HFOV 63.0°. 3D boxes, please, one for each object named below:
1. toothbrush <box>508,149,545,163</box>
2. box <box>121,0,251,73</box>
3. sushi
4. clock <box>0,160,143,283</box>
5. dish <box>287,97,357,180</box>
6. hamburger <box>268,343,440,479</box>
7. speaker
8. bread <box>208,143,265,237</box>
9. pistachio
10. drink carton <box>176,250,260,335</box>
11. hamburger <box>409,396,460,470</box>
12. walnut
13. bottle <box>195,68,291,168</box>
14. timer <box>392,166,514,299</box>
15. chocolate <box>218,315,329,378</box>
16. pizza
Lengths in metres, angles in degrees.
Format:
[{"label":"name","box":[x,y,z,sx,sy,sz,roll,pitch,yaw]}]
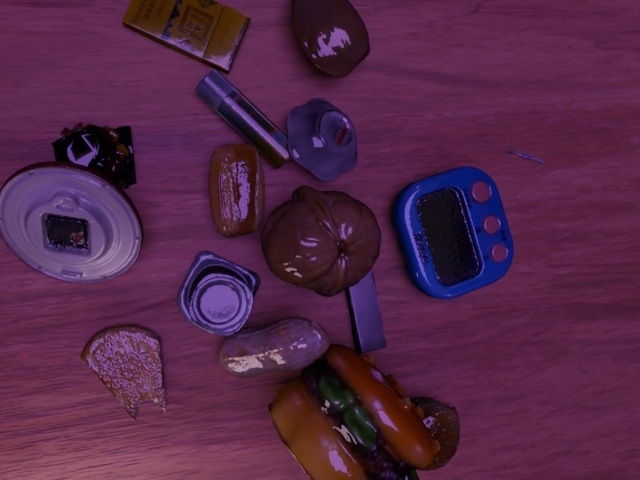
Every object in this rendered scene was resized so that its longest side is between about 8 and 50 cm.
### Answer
[{"label":"toothbrush","box":[0.618,-0.250,1.561,0.131,0.013,0.011,13,93,-16]},{"label":"box","box":[-0.333,-0.549,1.315,0.279,0.041,0.153,22,85,-12]},{"label":"sushi","box":[-0.534,-0.197,1.218,0.172,0.150,0.153,-6,93,-13]},{"label":"clock","box":[-0.563,-0.030,1.178,0.319,0.080,0.318,-1,125,-1]},{"label":"dish","box":[0.024,-0.272,1.346,0.230,0.081,0.229,8,74,-31]},{"label":"hamburger","box":[0.083,0.431,1.270,0.277,0.396,0.395,-42,100,-4]},{"label":"speaker","box":[0.119,0.193,1.438,0.082,0.044,0.218,-12,94,-13]},{"label":"bread","box":[-0.211,-0.125,1.320,0.140,0.106,0.236,-4,93,-15]},{"label":"pistachio","box":[0.012,-0.544,1.335,0.260,0.163,0.213,53,47,-7]},{"label":"drink carton","box":[-0.245,0.147,1.282,0.186,0.190,0.191,28,86,-18]},{"label":"hamburger","box":[0.291,0.546,1.449,0.189,0.122,0.215,23,89,-17]},{"label":"walnut","box":[0.000,0.000,1.291,0.297,0.285,0.285,-18,95,-20]},{"label":"bottle","box":[-0.187,-0.308,1.332,0.286,0.082,0.082,43,82,-11]},{"label":"timer","box":[0.366,-0.023,1.454,0.309,0.115,0.340,-19,96,-13]},{"label":"chocolate","box":[-0.124,0.263,1.279,0.309,0.134,0.134,-16,96,27]},{"label":"pizza","box":[-0.463,0.326,1.308,0.181,0.034,0.262,-30,97,-10]}]
